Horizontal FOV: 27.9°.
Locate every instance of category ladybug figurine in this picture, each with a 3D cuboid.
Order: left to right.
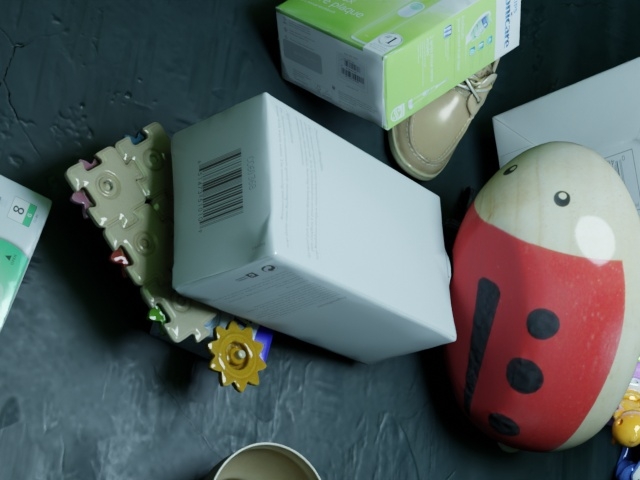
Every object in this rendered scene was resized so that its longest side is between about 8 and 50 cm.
[{"bbox_3d":[0.273,0.092,1.691,0.162,0.305,0.449,-12,117,-35],"label":"ladybug figurine"}]

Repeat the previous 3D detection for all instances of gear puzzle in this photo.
[{"bbox_3d":[-0.166,0.030,1.543,0.175,0.044,0.338,-37,97,-43],"label":"gear puzzle"}]

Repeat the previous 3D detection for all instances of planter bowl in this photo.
[{"bbox_3d":[-0.087,0.330,1.545,0.162,0.109,0.162,10,70,-30],"label":"planter bowl"}]

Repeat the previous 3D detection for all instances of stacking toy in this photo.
[{"bbox_3d":[0.422,0.194,1.791,0.166,0.175,0.302,42,22,-14],"label":"stacking toy"}]

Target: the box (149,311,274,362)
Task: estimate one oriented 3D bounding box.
[{"bbox_3d":[-0.126,0.081,1.618,0.137,0.072,0.126,26,64,-24],"label":"box"}]

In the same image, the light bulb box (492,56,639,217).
[{"bbox_3d":[0.511,-0.112,1.874,0.361,0.358,0.225,4,74,-41],"label":"light bulb box"}]

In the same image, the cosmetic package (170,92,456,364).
[{"bbox_3d":[0.000,0.000,1.582,0.385,0.156,0.217,30,49,-48],"label":"cosmetic package"}]

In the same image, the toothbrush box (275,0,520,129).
[{"bbox_3d":[0.110,-0.296,1.777,0.283,0.206,0.122,-33,138,-32],"label":"toothbrush box"}]

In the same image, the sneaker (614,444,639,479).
[{"bbox_3d":[0.503,0.367,1.923,0.131,0.112,0.296,-12,80,-16],"label":"sneaker"}]

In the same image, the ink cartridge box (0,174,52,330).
[{"bbox_3d":[-0.440,-0.012,1.463,0.225,0.056,0.181,29,62,-24],"label":"ink cartridge box"}]

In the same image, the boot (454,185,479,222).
[{"bbox_3d":[0.256,-0.049,1.916,0.099,0.045,0.121,28,61,-16],"label":"boot"}]

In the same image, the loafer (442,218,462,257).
[{"bbox_3d":[0.255,0.044,1.876,0.223,0.076,0.078,38,23,-10],"label":"loafer"}]

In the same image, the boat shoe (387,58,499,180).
[{"bbox_3d":[0.195,-0.245,1.893,0.122,0.110,0.341,31,61,-21],"label":"boat shoe"}]
